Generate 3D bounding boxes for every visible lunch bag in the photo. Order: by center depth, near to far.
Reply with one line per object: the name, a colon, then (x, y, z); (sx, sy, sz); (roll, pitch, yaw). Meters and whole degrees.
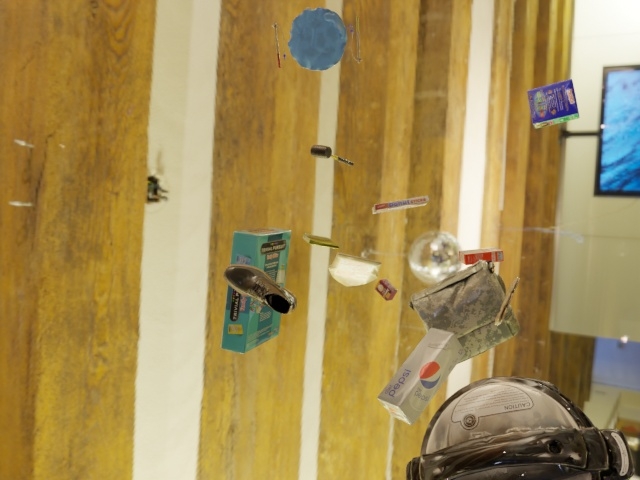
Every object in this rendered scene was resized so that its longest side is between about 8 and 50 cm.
lunch bag: (0.478, 0.226, 2.086); (0.256, 0.305, 0.212); (56, -164, -25)

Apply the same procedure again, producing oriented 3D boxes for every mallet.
mallet: (0.052, -0.258, 1.945); (0.190, 0.062, 0.039); (12, -89, -46)

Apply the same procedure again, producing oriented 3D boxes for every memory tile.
memory tile: (0.438, 0.146, 1.479); (0.113, 0.012, 0.148); (-65, -15, -7)

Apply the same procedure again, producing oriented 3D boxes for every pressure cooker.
pressure cooker: (0.409, 0.474, 1.263); (0.370, 0.375, 0.420); (-53, -42, -3)

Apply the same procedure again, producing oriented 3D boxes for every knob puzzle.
knob puzzle: (0.125, 0.113, 2.389); (0.213, 0.213, 0.030); (57, -150, -46)

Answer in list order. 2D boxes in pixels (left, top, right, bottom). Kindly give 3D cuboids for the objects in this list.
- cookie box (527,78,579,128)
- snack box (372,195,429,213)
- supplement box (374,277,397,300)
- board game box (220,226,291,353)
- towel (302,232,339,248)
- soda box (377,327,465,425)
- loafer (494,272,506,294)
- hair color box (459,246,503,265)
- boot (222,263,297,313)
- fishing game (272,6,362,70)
cookie box: (0.571, -0.334, 1.537); (0.040, 0.107, 0.092); (17, -114, -62)
snack box: (0.258, -0.116, 2.032); (0.064, 0.178, 0.022); (101, 159, -82)
supplement box: (0.271, 0.203, 2.603); (0.043, 0.083, 0.055); (-4, -50, -46)
board game box: (-0.185, 0.136, 1.845); (0.254, 0.079, 0.336); (-11, -71, -71)
towel: (0.000, 0.000, 2.098); (0.237, 0.102, 0.021); (-140, 59, -82)
soda box: (0.300, 0.394, 1.844); (0.286, 0.098, 0.091); (-47, -61, -22)
loafer: (0.633, 0.232, 2.370); (0.094, 0.087, 0.251); (46, -128, -30)
hair color box: (0.692, 0.067, 2.699); (0.093, 0.167, 0.053); (-114, 17, -81)
boot: (-0.147, 0.114, 1.499); (0.137, 0.198, 0.077); (42, -108, -88)
fishing game: (-0.010, -0.611, 1.902); (0.041, 0.264, 0.189); (-63, -34, -75)
